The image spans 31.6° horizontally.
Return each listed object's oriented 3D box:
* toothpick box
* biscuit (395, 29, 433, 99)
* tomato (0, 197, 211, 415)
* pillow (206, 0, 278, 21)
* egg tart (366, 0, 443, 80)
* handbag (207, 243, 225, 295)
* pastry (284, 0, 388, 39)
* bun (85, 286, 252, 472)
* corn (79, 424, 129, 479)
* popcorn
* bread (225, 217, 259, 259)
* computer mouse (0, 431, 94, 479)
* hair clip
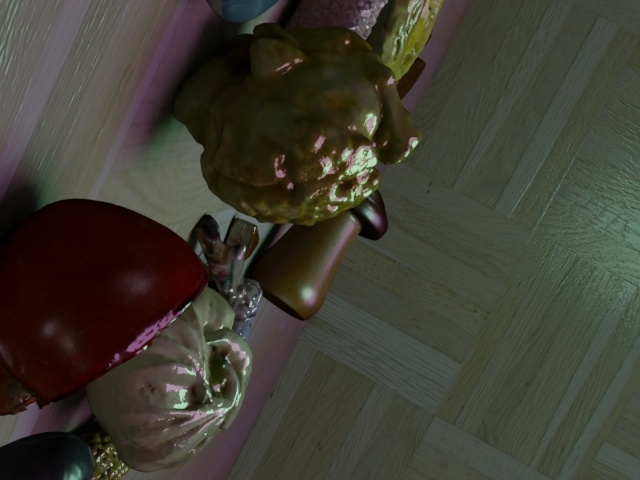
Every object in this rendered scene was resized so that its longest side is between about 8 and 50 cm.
[{"bbox_3d":[0.000,0.000,2.178,0.294,0.192,0.192,-55,172,-12],"label":"toothpick box"},{"bbox_3d":[0.119,-0.320,2.267,0.283,0.064,0.432,-53,172,2],"label":"biscuit"},{"bbox_3d":[-0.212,0.042,0.943,0.233,0.139,0.200,-23,-167,41],"label":"tomato"},{"bbox_3d":[-0.044,-0.307,1.028,0.233,0.086,0.214,99,15,-75],"label":"pillow"},{"bbox_3d":[0.128,-0.403,1.705,0.345,0.132,0.345,-60,174,-11],"label":"egg tart"},{"bbox_3d":[-0.208,0.146,1.749,0.241,0.109,0.315,-47,150,-69],"label":"handbag"},{"bbox_3d":[0.026,-0.305,1.463,0.265,0.103,0.112,-62,-179,-22],"label":"pastry"},{"bbox_3d":[-0.176,0.172,1.408,0.259,0.160,0.259,-37,133,-53],"label":"bun"},{"bbox_3d":[-0.295,0.294,1.538,0.086,0.086,0.288,-63,175,6],"label":"corn"},{"bbox_3d":[-0.021,-0.128,1.226,0.195,0.255,0.256,111,3,-56],"label":"popcorn"},{"bbox_3d":[-0.127,0.004,1.810,0.062,0.043,0.109,-63,175,-9],"label":"bread"},{"bbox_3d":[-0.357,0.323,1.086,0.374,0.114,0.203,-55,177,7],"label":"computer mouse"},{"bbox_3d":[-0.131,0.091,1.656,0.300,0.069,0.173,87,20,-43],"label":"hair clip"}]
